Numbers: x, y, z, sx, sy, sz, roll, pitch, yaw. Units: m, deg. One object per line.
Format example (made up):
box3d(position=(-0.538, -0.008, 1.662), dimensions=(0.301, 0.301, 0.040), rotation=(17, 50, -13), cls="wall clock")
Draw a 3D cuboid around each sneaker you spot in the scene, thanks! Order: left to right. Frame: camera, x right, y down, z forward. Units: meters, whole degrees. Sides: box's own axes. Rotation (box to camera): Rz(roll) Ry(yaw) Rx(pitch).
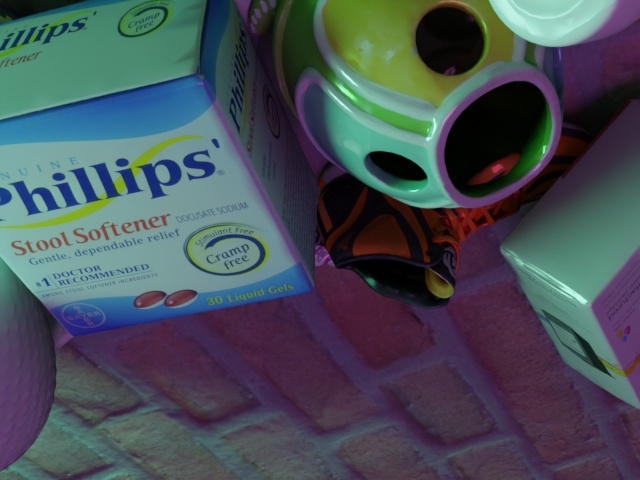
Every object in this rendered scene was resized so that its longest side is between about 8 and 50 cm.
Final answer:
box3d(position=(0.000, 0.000, 1.165), dimensions=(0.098, 0.038, 0.069), rotation=(-11, 140, 3), cls="sneaker")
box3d(position=(0.159, -0.019, 1.060), dimensions=(0.321, 0.180, 0.125), rotation=(-13, 139, 6), cls="sneaker")

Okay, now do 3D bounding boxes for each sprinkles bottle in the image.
box3d(position=(0.275, -0.233, 0.753), dimensions=(0.355, 0.121, 0.121), rotation=(-20, 152, -40), cls="sprinkles bottle")

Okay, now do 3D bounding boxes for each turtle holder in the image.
box3d(position=(0.092, -0.171, 0.806), dimensions=(0.243, 0.227, 0.320), rotation=(-16, 137, -19), cls="turtle holder")

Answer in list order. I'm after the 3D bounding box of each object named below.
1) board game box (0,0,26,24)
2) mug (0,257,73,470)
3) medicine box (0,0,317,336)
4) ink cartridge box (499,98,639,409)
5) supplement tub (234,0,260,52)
box3d(position=(-0.294, -0.141, 0.949), dimensions=(0.141, 0.048, 0.170), rotation=(-37, 132, 27), cls="board game box")
box3d(position=(-0.393, 0.100, 1.074), dimensions=(0.374, 0.276, 0.328), rotation=(-34, 151, -15), cls="mug")
box3d(position=(-0.168, -0.066, 0.885), dimensions=(0.263, 0.149, 0.289), rotation=(-11, 140, 13), cls="medicine box")
box3d(position=(0.354, 0.026, 1.094), dimensions=(0.226, 0.131, 0.306), rotation=(-49, 140, -5), cls="ink cartridge box")
box3d(position=(-0.087, -0.208, 0.888), dimensions=(0.071, 0.071, 0.107), rotation=(2, 138, -11), cls="supplement tub")
